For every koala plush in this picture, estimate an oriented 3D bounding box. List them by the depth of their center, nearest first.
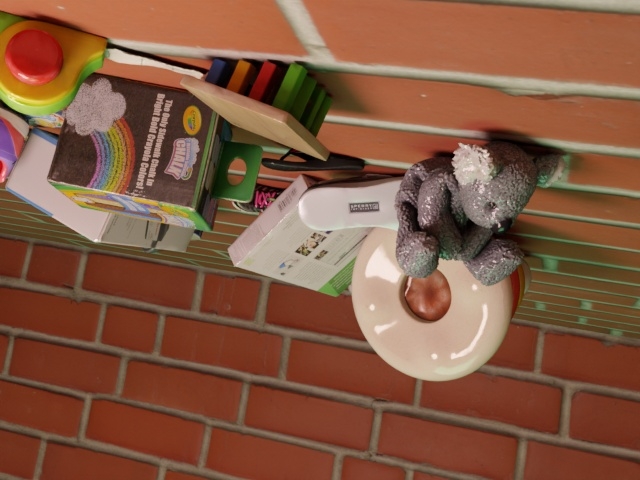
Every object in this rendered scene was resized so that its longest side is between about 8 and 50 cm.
[{"bbox_3d":[0.227,-0.069,1.238,0.196,0.203,0.221,5,153,-24],"label":"koala plush"}]

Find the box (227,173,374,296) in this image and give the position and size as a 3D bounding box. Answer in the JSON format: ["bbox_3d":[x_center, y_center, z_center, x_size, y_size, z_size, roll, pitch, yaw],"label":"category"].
[{"bbox_3d":[0.000,0.000,1.773,0.232,0.058,0.322,-43,140,23],"label":"box"}]

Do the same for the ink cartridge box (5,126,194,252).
[{"bbox_3d":[-0.388,-0.087,1.608,0.223,0.129,0.307,27,-175,19],"label":"ink cartridge box"}]

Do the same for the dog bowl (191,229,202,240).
[{"bbox_3d":[-0.402,-0.080,2.042,0.264,0.104,0.265,11,171,2],"label":"dog bowl"}]

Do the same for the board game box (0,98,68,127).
[{"bbox_3d":[-0.497,-0.235,1.408,0.136,0.035,0.201,5,169,32],"label":"board game box"}]

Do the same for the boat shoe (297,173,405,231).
[{"bbox_3d":[0.113,-0.069,1.525,0.301,0.108,0.102,-3,-159,9],"label":"boat shoe"}]

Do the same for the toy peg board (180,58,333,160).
[{"bbox_3d":[-0.068,-0.187,1.120,0.160,0.079,0.161,24,177,22],"label":"toy peg board"}]

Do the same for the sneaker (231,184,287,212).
[{"bbox_3d":[-0.101,-0.084,1.791,0.170,0.063,0.074,10,173,-28],"label":"sneaker"}]

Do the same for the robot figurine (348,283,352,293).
[{"bbox_3d":[0.221,0.119,2.213,0.299,0.200,0.353,2,169,7],"label":"robot figurine"}]

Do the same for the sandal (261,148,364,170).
[{"bbox_3d":[-0.013,-0.138,1.443,0.179,0.040,0.067,-1,180,-16],"label":"sandal"}]

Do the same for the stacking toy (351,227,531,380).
[{"bbox_3d":[0.321,0.087,1.850,0.350,0.351,0.480,5,-172,34],"label":"stacking toy"}]

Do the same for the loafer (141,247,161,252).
[{"bbox_3d":[-0.295,-0.063,1.856,0.084,0.096,0.267,5,146,-46],"label":"loafer"}]

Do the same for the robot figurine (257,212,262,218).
[{"bbox_3d":[-0.035,-0.015,1.926,0.219,0.158,0.128,11,-167,4],"label":"robot figurine"}]

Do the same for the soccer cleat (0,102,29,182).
[{"bbox_3d":[-0.576,-0.184,1.333,0.108,0.116,0.318,8,170,19],"label":"soccer cleat"}]

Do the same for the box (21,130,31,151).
[{"bbox_3d":[-0.684,-0.215,1.686,0.183,0.059,0.232,6,169,30],"label":"box"}]

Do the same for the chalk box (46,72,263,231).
[{"bbox_3d":[-0.235,-0.125,1.317,0.288,0.180,0.179,12,171,1],"label":"chalk box"}]

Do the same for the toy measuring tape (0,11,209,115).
[{"bbox_3d":[-0.305,-0.205,1.113,0.330,0.121,0.121,13,171,-14],"label":"toy measuring tape"}]
